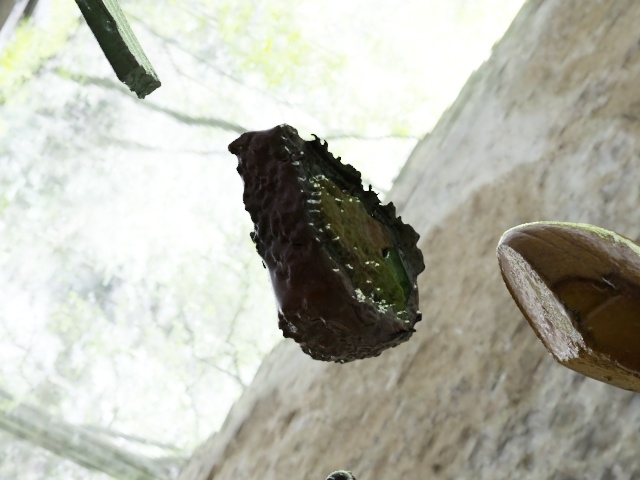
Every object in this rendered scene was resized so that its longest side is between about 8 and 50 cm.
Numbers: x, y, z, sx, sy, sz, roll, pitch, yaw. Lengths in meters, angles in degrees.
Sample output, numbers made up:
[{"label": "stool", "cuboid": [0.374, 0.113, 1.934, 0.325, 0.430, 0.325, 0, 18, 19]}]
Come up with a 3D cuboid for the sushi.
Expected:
[{"label": "sushi", "cuboid": [-0.002, 0.015, 1.050, 0.107, 0.241, 0.161, -26, -147, 33]}]

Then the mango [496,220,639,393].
[{"label": "mango", "cuboid": [0.400, 0.091, 1.583, 0.199, 0.350, 0.201, -12, 133, -46]}]

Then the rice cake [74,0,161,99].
[{"label": "rice cake", "cuboid": [-0.280, -0.298, 1.416, 0.043, 0.237, 0.127, -27, 172, 3]}]

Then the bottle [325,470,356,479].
[{"label": "bottle", "cuboid": [0.021, 0.271, 1.118, 0.047, 0.063, 0.101, -45, 145, -34]}]
